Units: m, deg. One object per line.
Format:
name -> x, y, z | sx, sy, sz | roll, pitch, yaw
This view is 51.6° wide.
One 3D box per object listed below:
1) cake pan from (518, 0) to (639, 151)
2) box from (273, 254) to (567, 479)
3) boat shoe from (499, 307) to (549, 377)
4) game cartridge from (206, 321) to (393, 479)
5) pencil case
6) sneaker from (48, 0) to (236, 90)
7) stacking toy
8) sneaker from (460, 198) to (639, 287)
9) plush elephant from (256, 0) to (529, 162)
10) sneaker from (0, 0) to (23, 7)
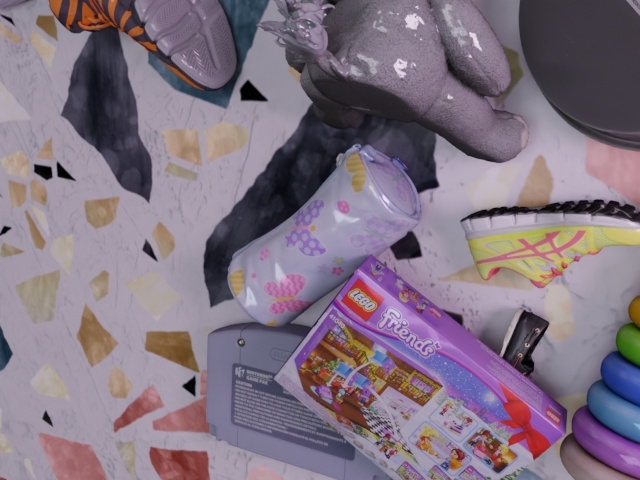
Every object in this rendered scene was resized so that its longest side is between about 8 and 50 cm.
cake pan -> 0.315, -0.231, 0.630 | 0.293, 0.054, 0.294 | 11, 105, 45
box -> 0.113, 0.185, 0.799 | 0.293, 0.057, 0.201 | 39, 117, 6
boat shoe -> 0.235, 0.149, 0.798 | 0.042, 0.049, 0.133 | 26, 106, 29
game cartridge -> -0.029, 0.222, 0.943 | 0.297, 0.062, 0.198 | 9, 99, 25
pencil case -> 0.000, 0.000, 0.847 | 0.124, 0.114, 0.273 | 39, 120, -17
sneaker -> -0.260, -0.321, 0.930 | 0.321, 0.124, 0.180 | 51, 143, -9
stacking toy -> 0.361, 0.108, 0.688 | 0.141, 0.141, 0.331 | 16, 102, 23
sneaker -> 0.265, 0.006, 0.744 | 0.208, 0.081, 0.094 | -3, 99, 38
plush elephant -> 0.080, -0.263, 0.691 | 0.271, 0.330, 0.256 | 17, 87, 33
sneaker -> -0.465, -0.521, 0.980 | 0.365, 0.137, 0.210 | -31, 72, 40
